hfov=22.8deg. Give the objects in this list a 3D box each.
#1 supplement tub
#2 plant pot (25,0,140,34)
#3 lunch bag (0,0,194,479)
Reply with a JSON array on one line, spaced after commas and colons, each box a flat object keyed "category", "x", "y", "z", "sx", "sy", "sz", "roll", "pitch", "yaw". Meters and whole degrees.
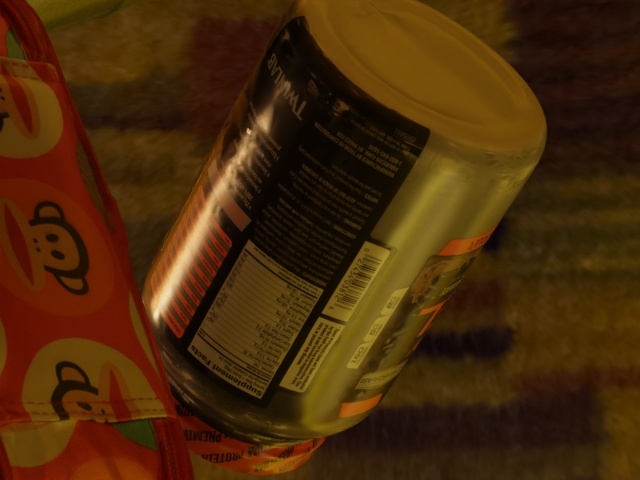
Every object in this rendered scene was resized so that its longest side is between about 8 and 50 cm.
[{"category": "supplement tub", "x": 0.000, "y": 0.000, "z": 1.165, "sx": 0.207, "sy": 0.207, "sz": 0.338, "roll": 30, "pitch": 120, "yaw": -2}, {"category": "plant pot", "x": -0.346, "y": -0.295, "z": 1.343, "sx": 0.353, "sy": 0.366, "sz": 0.366, "roll": -35, "pitch": 95, "yaw": -27}, {"category": "lunch bag", "x": -0.193, "y": 0.057, "z": 0.663, "sx": 0.258, "sy": 0.120, "sz": 0.293, "roll": -38, "pitch": 61, "yaw": 32}]
